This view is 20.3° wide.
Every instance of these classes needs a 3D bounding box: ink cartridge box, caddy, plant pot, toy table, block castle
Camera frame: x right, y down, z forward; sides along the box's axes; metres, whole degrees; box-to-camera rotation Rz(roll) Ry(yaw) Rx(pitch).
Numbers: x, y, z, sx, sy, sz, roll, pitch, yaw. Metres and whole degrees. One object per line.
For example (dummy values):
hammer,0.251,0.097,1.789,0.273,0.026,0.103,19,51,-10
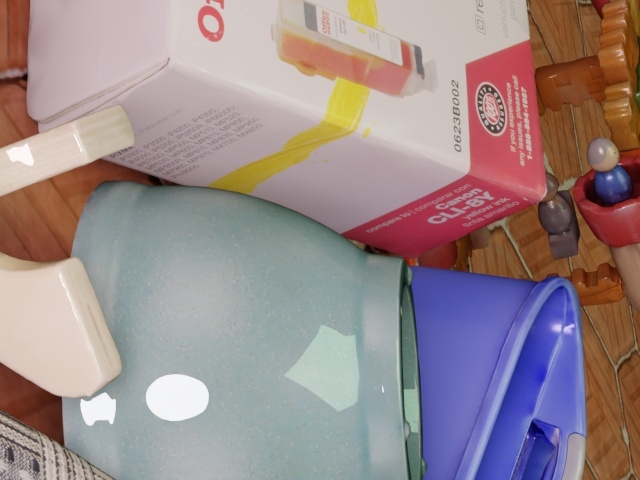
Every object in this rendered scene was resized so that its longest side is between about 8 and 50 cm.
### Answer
ink cartridge box,-0.018,-0.175,1.371,0.385,0.160,0.279,17,62,-40
caddy,0.123,0.183,1.453,0.341,0.179,0.241,-67,154,-25
plant pot,-0.035,0.100,1.156,0.293,0.196,0.293,-4,90,-84
toy table,-0.220,-0.016,0.981,0.274,0.161,0.252,65,24,-16
block castle,0.229,-0.117,1.883,0.453,0.303,0.213,-77,149,-49

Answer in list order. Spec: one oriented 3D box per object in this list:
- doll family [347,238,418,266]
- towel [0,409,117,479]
doll family,-0.005,0.054,1.495,0.263,0.118,0.163,-35,124,-61
towel,-0.185,0.196,0.815,0.312,0.056,0.324,39,36,-42
